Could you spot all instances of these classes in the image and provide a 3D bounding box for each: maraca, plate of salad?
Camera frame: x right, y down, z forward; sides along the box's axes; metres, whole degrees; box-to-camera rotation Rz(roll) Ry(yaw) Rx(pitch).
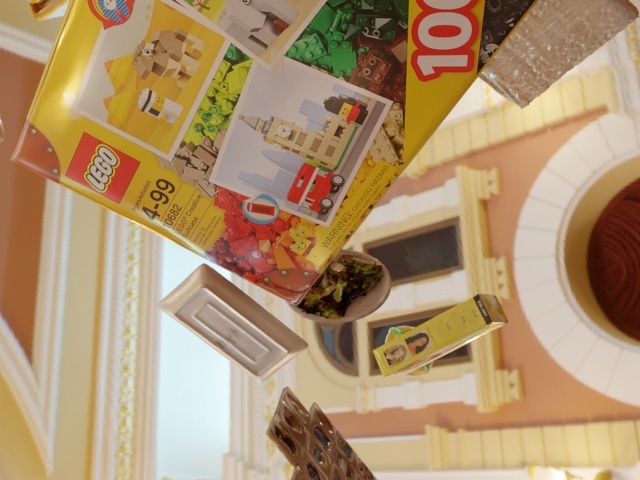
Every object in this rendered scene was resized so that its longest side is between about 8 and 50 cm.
[{"bbox_3d":[0.194,0.248,1.621,0.099,0.185,0.127,-35,-103,-10],"label":"maraca"},{"bbox_3d":[0.028,0.072,1.317,0.200,0.200,0.048,-53,-31,-43],"label":"plate of salad"}]

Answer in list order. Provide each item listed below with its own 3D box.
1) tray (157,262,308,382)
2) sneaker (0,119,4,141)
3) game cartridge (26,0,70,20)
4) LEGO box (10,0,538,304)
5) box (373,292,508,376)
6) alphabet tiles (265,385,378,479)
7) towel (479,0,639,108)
[{"bbox_3d":[-0.166,0.169,1.386,0.270,0.145,0.030,41,-155,-20],"label":"tray"},{"bbox_3d":[-0.598,-0.191,1.061,0.112,0.297,0.130,-48,-48,-71],"label":"sneaker"},{"bbox_3d":[-0.300,-0.472,1.263,0.324,0.285,0.052,-32,-75,-46],"label":"game cartridge"},{"bbox_3d":[-0.049,-0.223,0.775,0.373,0.500,0.193,28,-146,-13],"label":"LEGO box"},{"bbox_3d":[0.214,0.173,1.307,0.087,0.232,0.058,9,-128,-56],"label":"box"},{"bbox_3d":[0.045,0.363,1.010,0.342,0.011,0.285,52,-171,-4],"label":"alphabet tiles"},{"bbox_3d":[0.408,-0.376,1.328,0.187,0.282,0.049,31,-138,-24],"label":"towel"}]
